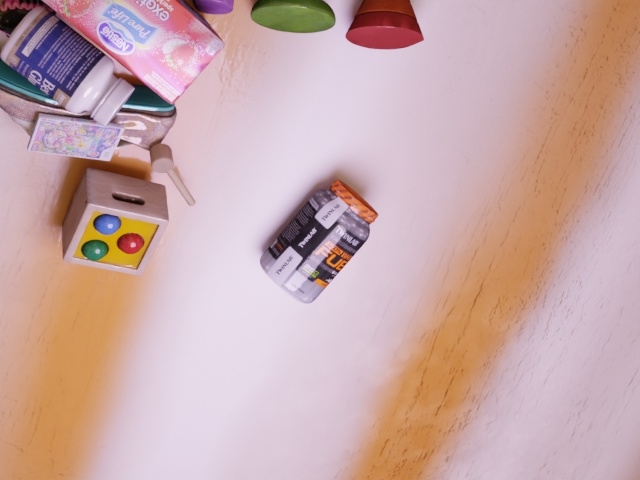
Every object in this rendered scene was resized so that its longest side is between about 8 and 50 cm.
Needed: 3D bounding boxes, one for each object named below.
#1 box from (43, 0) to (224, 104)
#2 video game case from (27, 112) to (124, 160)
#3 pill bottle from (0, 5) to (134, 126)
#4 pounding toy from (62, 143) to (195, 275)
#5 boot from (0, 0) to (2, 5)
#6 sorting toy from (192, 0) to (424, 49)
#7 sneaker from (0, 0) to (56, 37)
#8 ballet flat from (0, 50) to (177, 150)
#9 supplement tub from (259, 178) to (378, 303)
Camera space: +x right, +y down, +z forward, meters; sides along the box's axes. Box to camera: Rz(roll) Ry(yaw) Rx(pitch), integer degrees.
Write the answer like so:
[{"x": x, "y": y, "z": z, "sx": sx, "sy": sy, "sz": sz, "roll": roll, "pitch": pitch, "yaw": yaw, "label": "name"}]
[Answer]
[{"x": -0.274, "y": -0.326, "z": 1.599, "sx": 0.123, "sy": 0.128, "sz": 0.257, "roll": -47, "pitch": 121, "yaw": 7, "label": "box"}, {"x": -0.352, "y": -0.147, "z": 1.637, "sx": 0.122, "sy": 0.011, "sz": 0.087, "roll": 5, "pitch": 149, "yaw": -24, "label": "video game case"}, {"x": -0.342, "y": -0.234, "z": 1.558, "sx": 0.169, "sy": 0.094, "sz": 0.094, "roll": 37, "pitch": 99, "yaw": -9, "label": "pill bottle"}, {"x": -0.272, "y": -0.044, "z": 1.720, "sx": 0.181, "sy": 0.094, "sz": 0.206, "roll": 13, "pitch": 131, "yaw": -25, "label": "pounding toy"}, {"x": -0.570, "y": -0.322, "z": 1.510, "sx": 0.262, "sy": 0.095, "sz": 0.203, "roll": 31, "pitch": 96, "yaw": -12, "label": "boot"}, {"x": -0.013, "y": -0.380, "z": 1.701, "sx": 0.365, "sy": 0.127, "sz": 0.126, "roll": 7, "pitch": 83, "yaw": -20, "label": "sorting toy"}, {"x": -0.428, "y": -0.313, "z": 1.598, "sx": 0.119, "sy": 0.047, "sz": 0.057, "roll": -2, "pitch": 124, "yaw": -3, "label": "sneaker"}, {"x": -0.366, "y": -0.187, "z": 1.654, "sx": 0.316, "sy": 0.108, "sz": 0.106, "roll": 12, "pitch": 127, "yaw": -23, "label": "ballet flat"}, {"x": 0.000, "y": 0.000, "z": 1.864, "sx": 0.117, "sy": 0.117, "sz": 0.190, "roll": 36, "pitch": 100, "yaw": -30, "label": "supplement tub"}]
